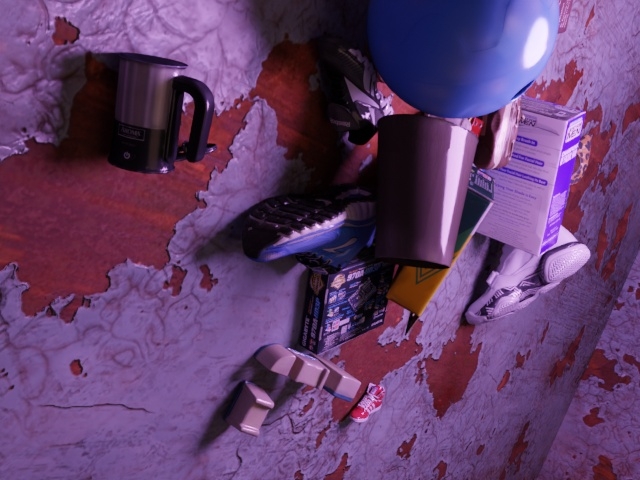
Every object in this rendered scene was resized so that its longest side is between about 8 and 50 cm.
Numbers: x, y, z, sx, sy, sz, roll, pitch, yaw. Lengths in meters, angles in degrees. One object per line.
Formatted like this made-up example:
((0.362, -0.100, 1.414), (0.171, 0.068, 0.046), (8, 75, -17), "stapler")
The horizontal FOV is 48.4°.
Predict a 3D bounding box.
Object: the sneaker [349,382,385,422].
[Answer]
((0.109, 0.371, 1.636), (0.118, 0.042, 0.067), (-19, 129, -54), "sneaker")

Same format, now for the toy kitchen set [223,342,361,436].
((-0.063, 0.289, 1.340), (0.207, 0.122, 0.166), (28, 88, -34), "toy kitchen set")

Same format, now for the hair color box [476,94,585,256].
((0.486, -0.155, 1.679), (0.110, 0.185, 0.339), (-28, 131, -40), "hair color box")

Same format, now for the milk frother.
((-0.193, -0.162, 0.909), (0.143, 0.129, 0.135), (-95, -164, -71), "milk frother")

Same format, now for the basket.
((0.167, -0.073, 1.194), (0.204, 0.154, 0.227), (16, 79, -46), "basket")

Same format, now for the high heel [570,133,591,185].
((0.652, -0.210, 1.928), (0.261, 0.093, 0.186), (-53, 150, -1), "high heel")

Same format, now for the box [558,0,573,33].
((0.366, -0.486, 1.344), (0.203, 0.167, 0.169), (-19, 125, -45), "box")

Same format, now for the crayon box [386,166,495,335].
((0.227, 0.013, 1.410), (0.319, 0.081, 0.202), (-62, 176, 21), "crayon box")

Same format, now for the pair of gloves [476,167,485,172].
((0.342, -0.097, 1.631), (0.159, 0.023, 0.198), (74, 37, -59), "pair of gloves")

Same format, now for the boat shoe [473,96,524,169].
((0.396, -0.282, 1.550), (0.095, 0.095, 0.258), (0, 109, -34), "boat shoe")

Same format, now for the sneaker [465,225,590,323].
((0.505, 0.060, 1.883), (0.366, 0.210, 0.137), (-40, 152, 26), "sneaker")

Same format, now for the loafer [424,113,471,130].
((0.182, -0.119, 1.360), (0.319, 0.111, 0.112), (-59, 165, -25), "loafer")

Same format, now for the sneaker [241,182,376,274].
((0.000, 0.000, 1.206), (0.330, 0.129, 0.147), (-14, 118, -48), "sneaker")

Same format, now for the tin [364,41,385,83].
((0.143, -0.362, 1.251), (0.190, 0.040, 0.106), (-58, 140, -10), "tin")

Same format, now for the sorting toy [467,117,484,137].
((0.262, -0.154, 1.514), (0.132, 0.046, 0.275), (3, 108, -52), "sorting toy")

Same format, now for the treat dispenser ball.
((0.214, -0.331, 1.090), (0.288, 0.288, 0.288), (-29, 131, -39), "treat dispenser ball")

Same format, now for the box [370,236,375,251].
((0.125, -0.009, 1.381), (0.052, 0.083, 0.062), (-39, 177, -30), "box")

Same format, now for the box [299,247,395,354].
((0.058, 0.112, 1.410), (0.220, 0.051, 0.175), (-17, 122, -46), "box")

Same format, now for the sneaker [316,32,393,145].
((0.047, -0.234, 1.167), (0.106, 0.078, 0.234), (-59, 146, -12), "sneaker")
